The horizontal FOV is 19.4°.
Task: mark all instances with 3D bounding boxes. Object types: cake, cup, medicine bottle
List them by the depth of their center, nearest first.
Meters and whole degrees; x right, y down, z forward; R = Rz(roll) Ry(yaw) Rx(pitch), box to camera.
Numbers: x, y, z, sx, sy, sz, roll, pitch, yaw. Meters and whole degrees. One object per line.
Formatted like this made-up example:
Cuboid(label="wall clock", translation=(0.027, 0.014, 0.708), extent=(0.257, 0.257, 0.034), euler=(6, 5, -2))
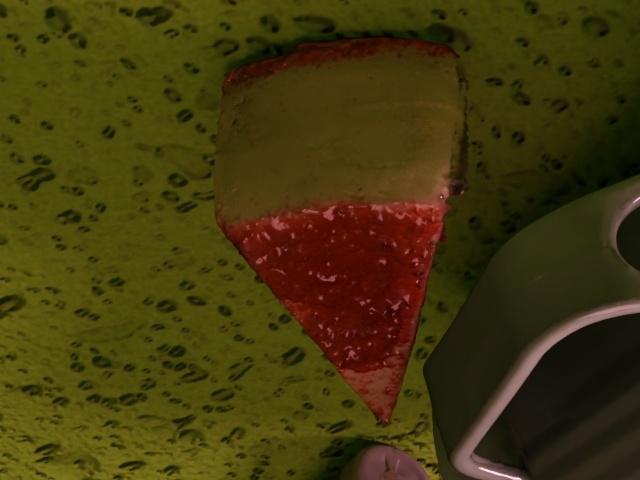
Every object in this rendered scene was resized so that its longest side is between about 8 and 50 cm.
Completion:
Cuboid(label="cup", translation=(0.260, 0.060, 1.261), extent=(0.401, 0.310, 0.392), euler=(33, 132, -19))
Cuboid(label="cake", translation=(0.000, 0.000, 1.281), extent=(0.160, 0.158, 0.262), euler=(7, 138, -3))
Cuboid(label="medicine bottle", translation=(0.028, 0.240, 1.592), extent=(0.079, 0.079, 0.140), euler=(20, 132, -22))
